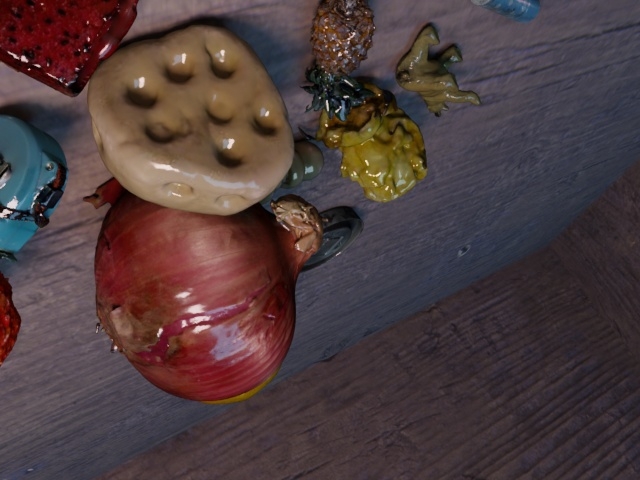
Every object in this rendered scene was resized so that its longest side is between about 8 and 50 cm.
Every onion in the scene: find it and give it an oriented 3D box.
[{"bbox_3d":[-0.185,0.051,0.871,0.353,0.354,0.354,-27,159,-11],"label":"onion"}]

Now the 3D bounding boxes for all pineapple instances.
[{"bbox_3d":[0.031,-0.250,0.832,0.103,0.083,0.221,-25,161,-15],"label":"pineapple"}]

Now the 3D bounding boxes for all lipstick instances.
[{"bbox_3d":[0.289,-0.377,0.958,0.158,0.048,0.048,-7,149,-47],"label":"lipstick"}]

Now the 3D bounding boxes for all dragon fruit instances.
[{"bbox_3d":[-0.238,-0.216,0.556,0.127,0.120,0.161,36,86,-26],"label":"dragon fruit"}]

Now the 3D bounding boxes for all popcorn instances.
[{"bbox_3d":[0.086,-0.155,1.024,0.173,0.168,0.195,0,165,33],"label":"popcorn"}]

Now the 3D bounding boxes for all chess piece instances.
[{"bbox_3d":[-0.066,-0.113,1.006,0.170,0.094,0.094,-22,158,-33],"label":"chess piece"}]

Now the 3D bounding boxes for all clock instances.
[{"bbox_3d":[0.000,0.000,1.429,0.215,0.042,0.215,-28,159,-12],"label":"clock"}]

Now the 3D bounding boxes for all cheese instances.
[{"bbox_3d":[-0.142,-0.137,0.705,0.218,0.235,0.117,-65,-167,-24],"label":"cheese"}]

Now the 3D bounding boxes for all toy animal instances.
[{"bbox_3d":[0.192,-0.269,1.035,0.101,0.103,0.218,-21,169,30],"label":"toy animal"}]

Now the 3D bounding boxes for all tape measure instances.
[{"bbox_3d":[-0.338,-0.067,0.661,0.125,0.146,0.081,-50,160,2],"label":"tape measure"}]

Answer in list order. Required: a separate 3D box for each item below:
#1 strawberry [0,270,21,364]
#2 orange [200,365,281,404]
[{"bbox_3d":[-0.462,0.087,0.669,0.257,0.257,0.277,-34,146,5],"label":"strawberry"},{"bbox_3d":[-0.205,0.192,1.253,0.279,0.279,0.235,-27,146,-12],"label":"orange"}]
